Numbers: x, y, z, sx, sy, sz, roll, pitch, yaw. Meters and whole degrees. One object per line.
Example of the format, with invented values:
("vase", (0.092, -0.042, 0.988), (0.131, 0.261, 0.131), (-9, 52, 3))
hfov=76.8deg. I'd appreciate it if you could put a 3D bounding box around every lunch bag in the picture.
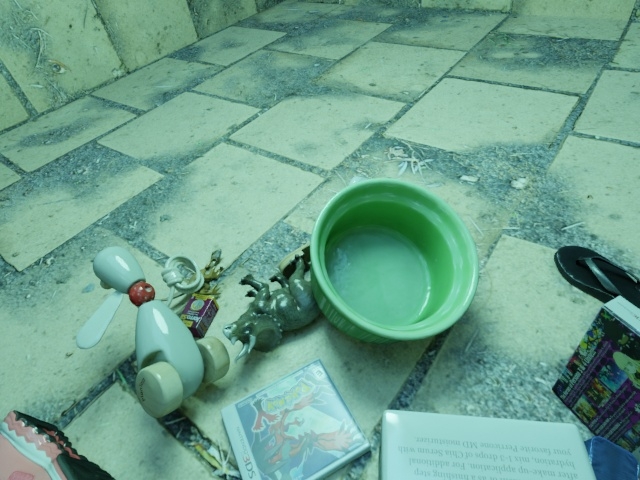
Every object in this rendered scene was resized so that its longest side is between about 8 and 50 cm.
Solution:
("lunch bag", (0.381, 0.330, 0.554), (0.067, 0.065, 0.098), (29, 54, 15))

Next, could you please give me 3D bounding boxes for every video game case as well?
("video game case", (-0.048, 0.316, 0.679), (0.201, 0.023, 0.183), (-24, 45, -14))
("video game case", (0.438, 0.220, 0.535), (0.042, 0.232, 0.210), (-23, 44, -16))

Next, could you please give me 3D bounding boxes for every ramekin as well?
("ramekin", (0.122, 0.049, 0.764), (0.303, 0.148, 0.303), (4, 65, -8))

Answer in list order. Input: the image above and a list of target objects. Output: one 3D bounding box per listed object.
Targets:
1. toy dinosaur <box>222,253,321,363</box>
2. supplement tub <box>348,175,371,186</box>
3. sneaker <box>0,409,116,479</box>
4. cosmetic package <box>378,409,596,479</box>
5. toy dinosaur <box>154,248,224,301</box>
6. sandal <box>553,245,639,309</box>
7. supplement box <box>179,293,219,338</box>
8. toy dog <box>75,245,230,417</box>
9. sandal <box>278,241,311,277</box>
("toy dinosaur", (-0.067, 0.128, 0.836), (0.313, 0.121, 0.160), (-22, 61, -27))
("supplement tub", (0.133, -0.126, 1.066), (0.107, 0.071, 0.071), (22, 53, 29))
("sneaker", (-0.435, 0.396, 0.630), (0.314, 0.116, 0.136), (14, 59, 33))
("cosmetic package", (0.167, 0.418, 0.372), (0.230, 0.161, 0.453), (2, 45, 7))
("toy dinosaur", (-0.287, 0.100, 0.935), (0.112, 0.064, 0.211), (2, 32, 38))
("sandal", (0.573, 0.086, 0.774), (0.097, 0.054, 0.254), (-23, 45, -13))
("supplement box", (-0.263, 0.161, 0.866), (0.055, 0.043, 0.083), (6, 47, 15))
("toy dog", (-0.317, 0.180, 0.746), (0.161, 0.220, 0.333), (-49, 51, 24))
("sandal", (-0.001, -0.004, 0.955), (0.240, 0.088, 0.079), (-29, 52, -11))
